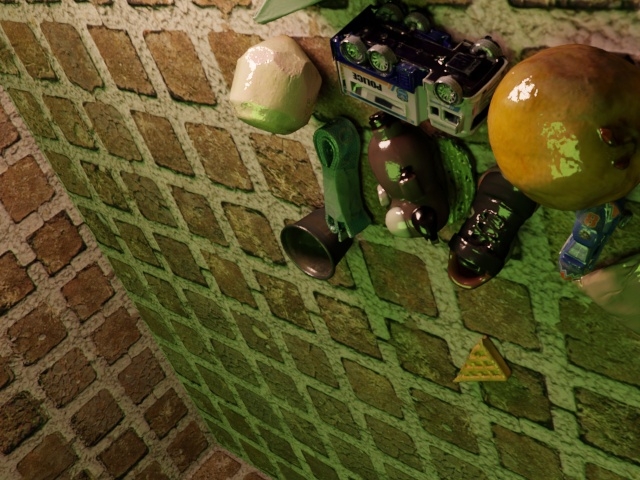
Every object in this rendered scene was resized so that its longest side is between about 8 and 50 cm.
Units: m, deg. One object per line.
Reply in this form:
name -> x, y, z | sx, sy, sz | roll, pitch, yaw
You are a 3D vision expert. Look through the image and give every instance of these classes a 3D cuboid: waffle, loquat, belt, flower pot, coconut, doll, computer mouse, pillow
waffle -> 0.330, 0.268, 1.709 | 0.125, 0.032, 0.191 | 52, 149, -13
loquat -> 0.338, -0.151, 1.024 | 0.238, 0.193, 0.238 | 47, 146, 46
belt -> 0.046, -0.118, 1.562 | 0.087, 0.072, 0.302 | 29, 147, 33
flower pot -> 0.000, 0.000, 1.735 | 0.157, 0.107, 0.157 | 30, 144, 25
coconut -> -0.079, -0.294, 1.427 | 0.171, 0.182, 0.171 | 18, -177, -1
doll -> 0.155, -0.107, 1.355 | 0.117, 0.182, 0.257 | -15, 106, 11
computer mouse -> -0.028, -0.423, 1.233 | 0.231, 0.128, 0.079 | -7, 122, 51
pillow -> 0.531, 0.067, 1.168 | 0.173, 0.067, 0.270 | 39, 151, 1

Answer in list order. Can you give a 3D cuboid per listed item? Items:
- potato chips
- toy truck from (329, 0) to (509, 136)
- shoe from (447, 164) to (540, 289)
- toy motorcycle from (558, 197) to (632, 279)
potato chips -> 0.241, -0.100, 1.373 | 0.092, 0.028, 0.207 | 28, 143, 40
toy truck -> 0.156, -0.258, 1.200 | 0.268, 0.124, 0.155 | 32, 155, 28
shoe -> 0.283, -0.013, 1.318 | 0.114, 0.137, 0.290 | 35, 148, 19
toy motorcycle -> 0.416, -0.029, 1.148 | 0.076, 0.114, 0.205 | 33, 148, 21
